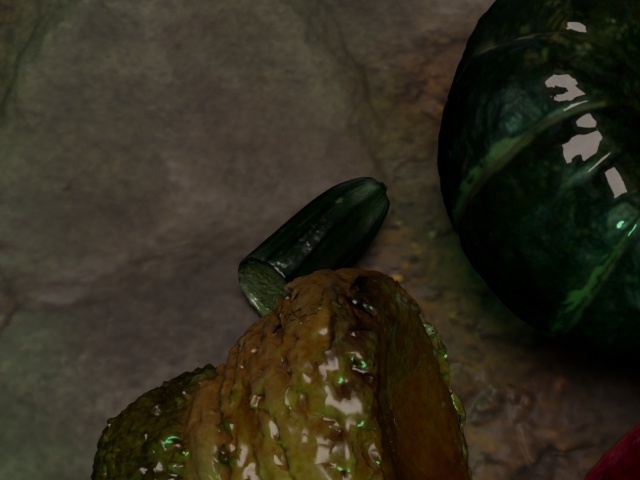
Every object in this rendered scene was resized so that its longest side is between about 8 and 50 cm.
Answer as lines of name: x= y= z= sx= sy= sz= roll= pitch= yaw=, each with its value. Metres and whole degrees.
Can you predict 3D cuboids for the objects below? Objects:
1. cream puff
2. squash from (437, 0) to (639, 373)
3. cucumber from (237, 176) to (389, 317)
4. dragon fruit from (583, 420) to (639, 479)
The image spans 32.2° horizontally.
cream puff: x=-0.026 y=0.112 z=0.525 sx=0.168 sy=0.183 sz=0.183 roll=-15 pitch=56 yaw=20
squash: x=0.189 y=-0.048 z=0.606 sx=0.252 sy=0.165 sz=0.252 roll=1 pitch=60 yaw=-2
cucumber: x=0.000 y=0.000 z=0.644 sx=0.048 sy=0.048 sz=0.105 roll=36 pitch=61 yaw=19
dragon fruit: x=0.170 y=0.194 z=0.476 sx=0.189 sy=0.163 sz=0.262 roll=-9 pitch=50 yaw=27
